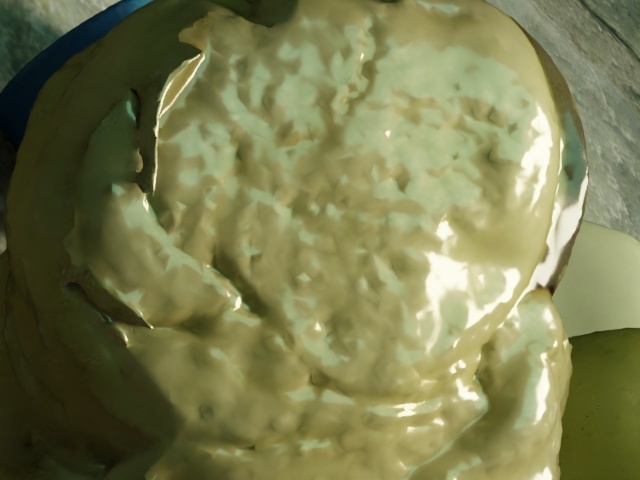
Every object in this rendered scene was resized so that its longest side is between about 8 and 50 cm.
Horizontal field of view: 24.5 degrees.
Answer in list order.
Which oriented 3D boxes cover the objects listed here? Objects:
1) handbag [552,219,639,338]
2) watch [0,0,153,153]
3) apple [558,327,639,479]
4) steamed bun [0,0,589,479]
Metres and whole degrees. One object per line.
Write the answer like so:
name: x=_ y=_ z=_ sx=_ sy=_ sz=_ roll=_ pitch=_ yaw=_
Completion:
handbag: x=0.180 y=0.082 z=1.223 sx=0.241 sy=0.109 sz=0.315 roll=16 pitch=29 yaw=3
watch: x=-0.113 y=-0.090 z=0.954 sx=0.171 sy=0.196 sz=0.200 roll=49 pitch=47 yaw=10
apple: x=0.207 y=0.230 z=0.913 sx=0.357 sy=0.357 sz=0.357 roll=39 pitch=31 yaw=-29
steamed bun: x=-0.022 y=0.039 z=0.775 sx=0.325 sy=0.230 sz=0.372 roll=2 pitch=81 yaw=-21
